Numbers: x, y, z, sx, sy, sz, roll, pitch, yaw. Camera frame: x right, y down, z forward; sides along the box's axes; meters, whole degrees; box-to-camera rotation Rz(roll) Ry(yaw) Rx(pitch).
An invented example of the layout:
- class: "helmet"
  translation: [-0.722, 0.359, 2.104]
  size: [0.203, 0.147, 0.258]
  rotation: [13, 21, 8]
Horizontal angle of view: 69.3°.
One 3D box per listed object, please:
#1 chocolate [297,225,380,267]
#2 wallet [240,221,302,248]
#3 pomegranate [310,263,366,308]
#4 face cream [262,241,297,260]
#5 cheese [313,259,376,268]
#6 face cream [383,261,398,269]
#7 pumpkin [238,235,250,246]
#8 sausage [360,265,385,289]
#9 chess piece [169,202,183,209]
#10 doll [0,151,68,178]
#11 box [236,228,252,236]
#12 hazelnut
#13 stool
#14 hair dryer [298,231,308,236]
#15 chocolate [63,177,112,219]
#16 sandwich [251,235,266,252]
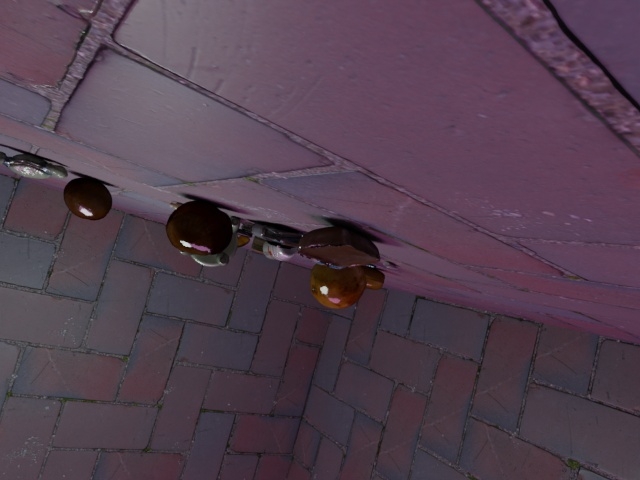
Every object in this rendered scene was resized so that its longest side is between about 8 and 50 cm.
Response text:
- class: "chocolate"
  translation: [0.052, 0.009, 1.198]
  size: [0.161, 0.083, 0.261]
  rotation: [-7, 164, 27]
- class: "wallet"
  translation: [-0.156, -0.014, 1.588]
  size: [0.231, 0.069, 0.170]
  rotation: [11, 177, 45]
- class: "pomegranate"
  translation: [0.073, 0.162, 1.897]
  size: [0.248, 0.248, 0.248]
  rotation: [15, 174, 2]
- class: "face cream"
  translation: [-0.158, 0.032, 1.843]
  size: [0.101, 0.102, 0.345]
  rotation: [17, 175, -13]
- class: "cheese"
  translation: [0.069, 0.066, 1.716]
  size: [0.285, 0.074, 0.189]
  rotation: [10, 173, 36]
- class: "face cream"
  translation: [0.265, 0.096, 1.742]
  size: [0.038, 0.020, 0.115]
  rotation: [12, 176, 27]
- class: "pumpkin"
  translation: [-0.541, -0.025, 2.325]
  size: [0.258, 0.095, 0.290]
  rotation: [16, 179, -42]
- class: "sausage"
  translation: [0.136, 0.144, 2.134]
  size: [0.328, 0.112, 0.112]
  rotation: [18, 174, -6]
- class: "chess piece"
  translation: [-0.509, -0.120, 1.683]
  size: [0.092, 0.035, 0.035]
  rotation: [18, 175, 18]
- class: "doll"
  translation: [-0.929, -0.237, 1.480]
  size: [0.214, 0.072, 0.103]
  rotation: [14, 176, -19]
- class: "box"
  translation: [-0.373, -0.036, 2.119]
  size: [0.125, 0.027, 0.126]
  rotation: [16, 174, -10]
- class: "hazelnut"
  translation: [-0.375, -0.035, 1.444]
  size: [0.201, 0.170, 0.160]
  rotation: [27, 173, -11]
- class: "stool"
  translation: [-0.395, -0.008, 1.687]
  size: [0.195, 0.195, 0.198]
  rotation: [17, 169, -9]
- class: "hair dryer"
  translation: [-0.021, -0.006, 1.497]
  size: [0.114, 0.037, 0.063]
  rotation: [22, 177, 15]
- class: "chocolate"
  translation: [-0.855, -0.162, 1.695]
  size: [0.176, 0.177, 0.177]
  rotation: [15, 174, 2]
- class: "sandwich"
  translation: [-0.219, 0.026, 2.064]
  size: [0.113, 0.079, 0.163]
  rotation: [11, 171, 21]
